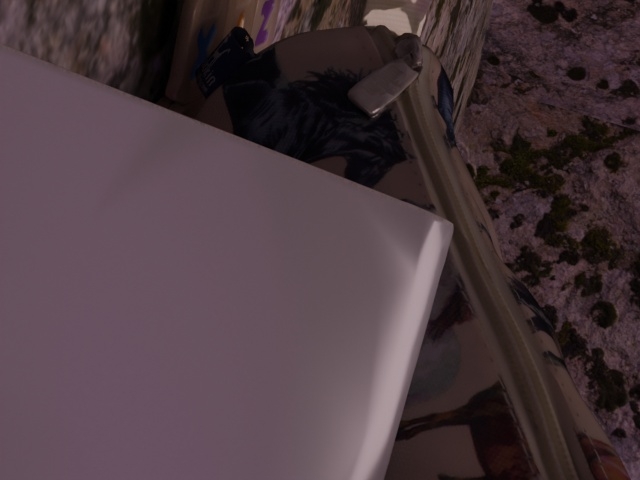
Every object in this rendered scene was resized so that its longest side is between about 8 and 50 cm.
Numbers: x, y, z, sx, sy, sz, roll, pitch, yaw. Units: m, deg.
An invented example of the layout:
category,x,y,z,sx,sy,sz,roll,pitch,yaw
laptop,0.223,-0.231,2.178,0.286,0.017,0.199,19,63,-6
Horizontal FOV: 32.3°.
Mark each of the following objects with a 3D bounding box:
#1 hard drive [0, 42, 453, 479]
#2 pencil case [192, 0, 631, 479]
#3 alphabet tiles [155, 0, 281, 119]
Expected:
category,x,y,z,sx,sy,sz,roll,pitch,yaw
hard drive,-0.089,0.114,0.357,0.040,0.210,0.319,2,-105,63
pencil case,0.046,0.065,0.518,0.184,0.159,0.410,110,-30,-42
alphabet tiles,-0.081,-0.038,0.704,0.284,0.021,0.278,-53,158,-65
